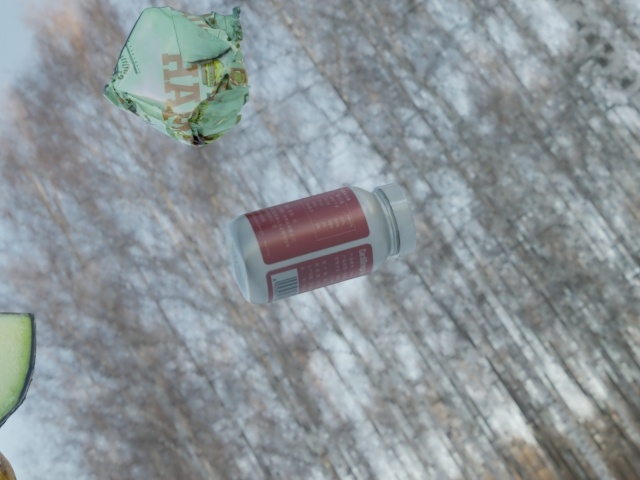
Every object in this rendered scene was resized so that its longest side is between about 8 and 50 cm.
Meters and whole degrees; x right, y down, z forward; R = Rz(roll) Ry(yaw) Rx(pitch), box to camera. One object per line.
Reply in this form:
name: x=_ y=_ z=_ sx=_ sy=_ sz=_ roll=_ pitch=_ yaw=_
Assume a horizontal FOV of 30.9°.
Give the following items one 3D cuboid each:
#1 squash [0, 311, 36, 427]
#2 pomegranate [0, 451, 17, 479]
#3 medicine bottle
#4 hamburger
squash: x=-0.400 y=0.169 z=1.240 sx=0.192 sy=0.184 sz=0.085 roll=0 pitch=-40 yaw=-6
pomegranate: x=-0.479 y=0.330 z=1.434 sx=0.209 sy=0.209 sz=0.209 roll=-28 pitch=-20 yaw=-11
medicine bottle: x=0.000 y=0.000 z=1.636 sx=0.250 sy=0.131 sz=0.131 roll=-16 pitch=-23 yaw=-13
hamburger: x=-0.199 y=-0.266 z=1.804 sx=0.235 sy=0.214 sz=0.125 roll=-63 pitch=-12 yaw=-19
